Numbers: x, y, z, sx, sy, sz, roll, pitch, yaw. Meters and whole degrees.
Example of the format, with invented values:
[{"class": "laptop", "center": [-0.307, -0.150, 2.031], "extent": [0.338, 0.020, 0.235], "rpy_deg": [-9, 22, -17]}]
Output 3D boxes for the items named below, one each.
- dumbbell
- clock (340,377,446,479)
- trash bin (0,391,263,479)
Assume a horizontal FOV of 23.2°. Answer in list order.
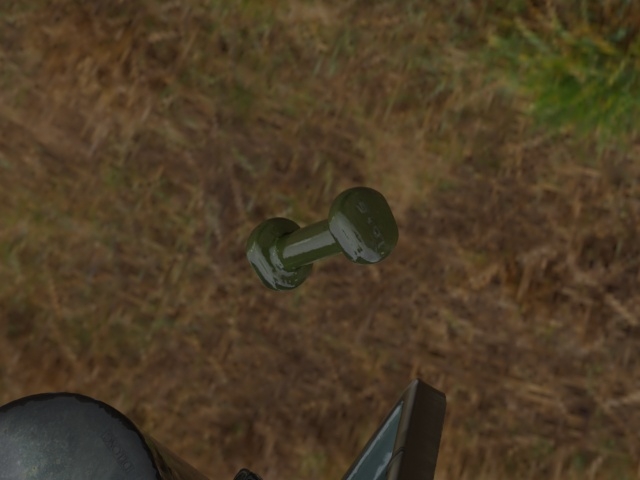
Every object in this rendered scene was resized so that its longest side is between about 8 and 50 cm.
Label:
[{"class": "dumbbell", "center": [0.000, 0.000, 1.018], "extent": [0.118, 0.046, 0.052], "rpy_deg": [-18, 102, 52]}, {"class": "clock", "center": [0.003, 0.253, 1.068], "extent": [0.049, 0.279, 0.273], "rpy_deg": [32, 112, -3]}, {"class": "trash bin", "center": [-0.165, 0.261, 1.255], "extent": [0.203, 0.252, 0.301], "rpy_deg": [48, 178, 28]}]
